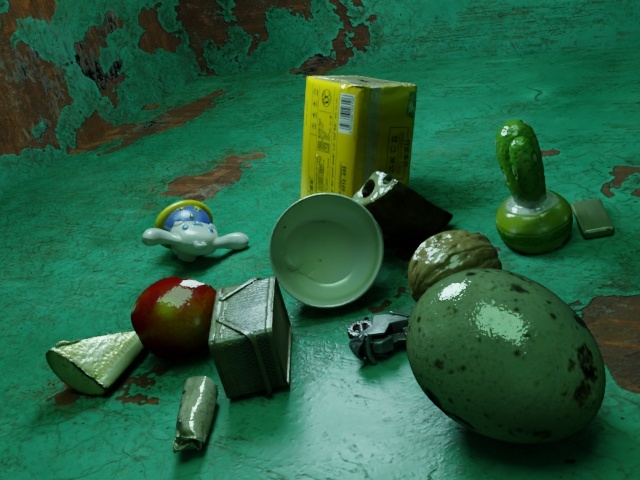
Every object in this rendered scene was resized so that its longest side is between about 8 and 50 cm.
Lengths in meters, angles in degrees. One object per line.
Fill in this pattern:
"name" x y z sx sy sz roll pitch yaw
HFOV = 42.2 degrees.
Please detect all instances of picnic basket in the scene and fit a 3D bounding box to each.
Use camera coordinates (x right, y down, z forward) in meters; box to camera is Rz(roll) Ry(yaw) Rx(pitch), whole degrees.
"picnic basket" -0.149 0.211 1.825 0.139 0.165 0.266 -12 28 5

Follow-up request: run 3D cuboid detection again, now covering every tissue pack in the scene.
"tissue pack" 0.100 -0.263 2.329 0.228 0.382 0.293 -6 18 -35

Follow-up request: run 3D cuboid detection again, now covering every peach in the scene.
"peach" -0.327 0.172 1.966 0.226 0.190 0.196 -28 10 -2

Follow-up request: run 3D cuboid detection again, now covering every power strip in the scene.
"power strip" 0.671 -0.058 2.052 0.076 0.028 0.169 -11 29 10

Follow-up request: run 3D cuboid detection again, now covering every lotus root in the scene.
"lotus root" 0.204 -0.069 2.127 0.210 0.314 0.142 33 95 44

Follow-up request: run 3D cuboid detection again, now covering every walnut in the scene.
"walnut" 0.291 0.079 1.828 0.213 0.213 0.213 -12 27 6

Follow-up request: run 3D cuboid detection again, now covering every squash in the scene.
"squash" -0.522 0.253 2.005 0.169 0.093 0.252 36 39 0

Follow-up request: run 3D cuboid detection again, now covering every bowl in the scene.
"bowl" 0.021 0.028 2.021 0.277 0.277 0.145 -13 -5 5

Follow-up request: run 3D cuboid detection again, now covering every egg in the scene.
"egg" 0.321 0.200 1.460 0.379 0.287 0.287 19 43 42

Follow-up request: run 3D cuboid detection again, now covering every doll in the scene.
"doll" -0.404 -0.010 2.383 0.311 0.159 0.242 -3 40 -44

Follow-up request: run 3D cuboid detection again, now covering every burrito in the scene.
"burrito" -0.259 0.360 1.713 0.087 0.060 0.226 -16 26 9

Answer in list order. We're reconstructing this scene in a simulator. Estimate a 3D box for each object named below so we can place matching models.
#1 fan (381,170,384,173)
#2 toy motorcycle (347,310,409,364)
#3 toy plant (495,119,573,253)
"fan" 0.117 -0.086 2.184 0.008 0.152 0.226 15 72 35
"toy motorcycle" 0.151 0.208 1.767 0.215 0.080 0.122 1 31 22
"toy plant" 0.497 -0.142 1.990 0.184 0.316 0.224 -9 29 14
